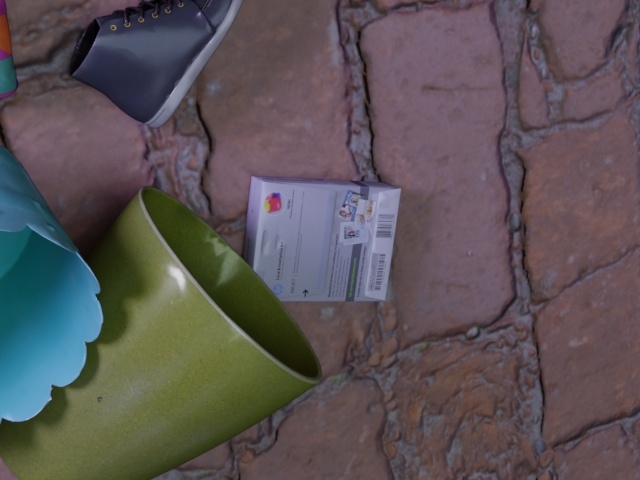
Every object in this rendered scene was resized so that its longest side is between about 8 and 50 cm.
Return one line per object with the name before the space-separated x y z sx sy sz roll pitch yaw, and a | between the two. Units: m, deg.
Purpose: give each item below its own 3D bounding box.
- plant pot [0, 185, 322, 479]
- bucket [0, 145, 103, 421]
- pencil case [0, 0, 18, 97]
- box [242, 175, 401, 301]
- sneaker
plant pot | -0.196 0.142 1.319 0.293 0.275 0.275 -43 119 7
bucket | -0.361 0.040 1.166 0.281 0.183 0.281 -16 133 -17
pencil case | -0.361 -0.248 1.203 0.104 0.104 0.236 -17 110 -23
box | 0.000 0.000 1.490 0.186 0.038 0.145 1 103 -28
sneaker | -0.166 -0.239 1.314 0.118 0.083 0.222 29 90 -30
